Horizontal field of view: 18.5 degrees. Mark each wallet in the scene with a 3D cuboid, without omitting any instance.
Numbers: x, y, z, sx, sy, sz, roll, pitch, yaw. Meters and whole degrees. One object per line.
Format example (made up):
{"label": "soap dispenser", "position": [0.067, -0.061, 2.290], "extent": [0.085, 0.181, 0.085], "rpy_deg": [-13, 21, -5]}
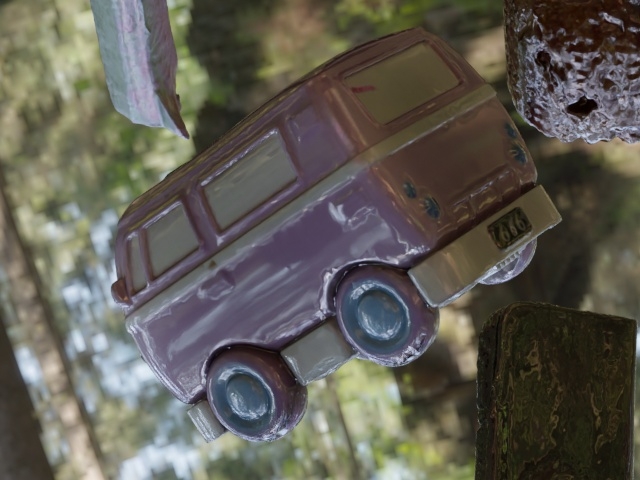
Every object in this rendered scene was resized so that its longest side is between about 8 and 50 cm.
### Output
{"label": "wallet", "position": [0.194, 0.208, 1.621], "extent": [0.165, 0.309, 0.042], "rpy_deg": [8, 170, -30]}

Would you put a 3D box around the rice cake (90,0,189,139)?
{"label": "rice cake", "position": [-0.129, -0.192, 1.343], "extent": [0.051, 0.290, 0.081], "rpy_deg": [-35, -131, -26]}

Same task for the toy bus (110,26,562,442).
{"label": "toy bus", "position": [0.000, 0.000, 0.988], "extent": [0.202, 0.142, 0.142], "rpy_deg": [-34, 180, 37]}

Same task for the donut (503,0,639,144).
{"label": "donut", "position": [0.173, -0.170, 1.247], "extent": [0.126, 0.187, 0.144], "rpy_deg": [-7, -137, 6]}
